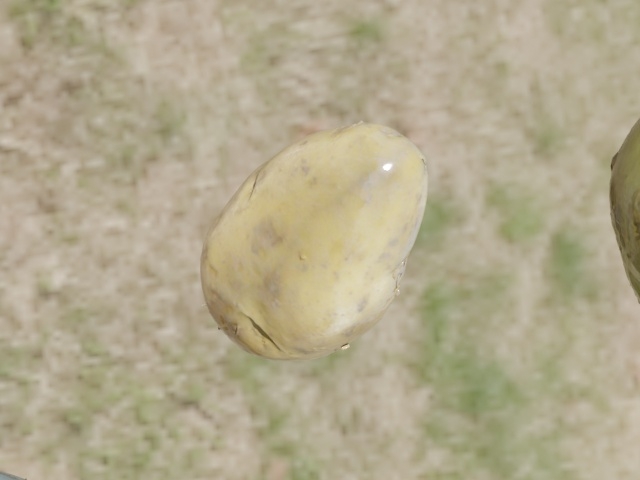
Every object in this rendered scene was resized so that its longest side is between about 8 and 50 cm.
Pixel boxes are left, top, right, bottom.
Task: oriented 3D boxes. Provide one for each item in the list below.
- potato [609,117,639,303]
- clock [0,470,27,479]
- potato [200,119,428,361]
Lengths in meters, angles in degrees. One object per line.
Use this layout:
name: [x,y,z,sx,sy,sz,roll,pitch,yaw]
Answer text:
potato: [0.280,-0.021,1.091,0.173,0.210,0.307,58,16,19]
clock: [-0.127,0.119,0.677,0.085,0.017,0.085,-156,-90,-89]
potato: [-0.003,-0.003,1.526,0.128,0.161,0.235,-25,142,-51]
